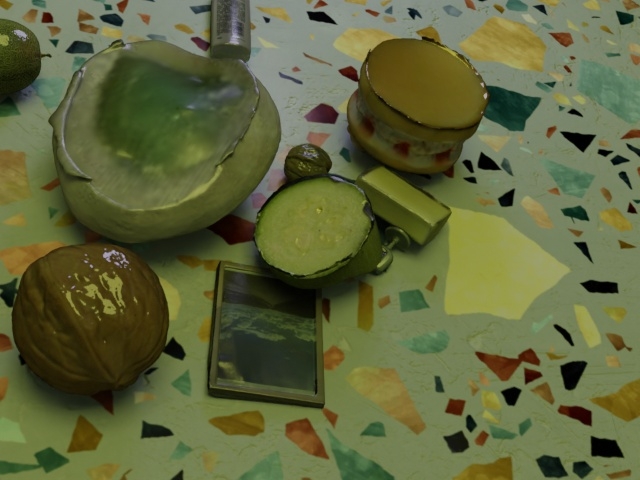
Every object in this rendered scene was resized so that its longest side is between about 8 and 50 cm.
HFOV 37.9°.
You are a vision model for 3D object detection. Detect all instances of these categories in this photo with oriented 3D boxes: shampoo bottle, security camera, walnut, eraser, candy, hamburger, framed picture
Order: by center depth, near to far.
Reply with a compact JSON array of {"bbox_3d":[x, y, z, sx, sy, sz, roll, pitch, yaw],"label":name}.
[{"bbox_3d":[-0.330,0.115,1.350,0.228,0.228,0.228,9,48,-10],"label":"walnut"},{"bbox_3d":[-0.086,0.150,1.521,0.189,0.023,0.260,11,47,-13],"label":"framed picture"},{"bbox_3d":[-0.275,-0.163,1.617,0.386,0.186,0.427,15,49,7],"label":"candy"},{"bbox_3d":[0.116,0.020,1.681,0.058,0.058,0.092,34,57,12],"label":"security camera"},{"bbox_3d":[0.150,-0.069,1.742,0.172,0.058,0.117,34,28,12],"label":"eraser"},{"bbox_3d":[-0.024,-0.141,1.753,0.092,0.092,0.092,9,48,-10],"label":"walnut"},{"bbox_3d":[0.176,-0.268,1.851,0.261,0.186,0.303,3,54,-20],"label":"hamburger"},{"bbox_3d":[-0.193,-0.470,1.996,0.086,0.056,0.227,4,49,-12],"label":"shampoo bottle"}]

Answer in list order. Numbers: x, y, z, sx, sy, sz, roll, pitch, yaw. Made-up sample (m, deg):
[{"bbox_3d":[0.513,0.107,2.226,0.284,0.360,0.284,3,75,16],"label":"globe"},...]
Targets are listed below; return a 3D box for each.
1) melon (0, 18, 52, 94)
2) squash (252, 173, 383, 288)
[{"bbox_3d":[-0.588,-0.335,1.696,0.192,0.139,0.139,-6,52,-17],"label":"melon"},{"bbox_3d":[-0.007,0.001,1.607,0.220,0.133,0.220,-5,49,6],"label":"squash"}]
